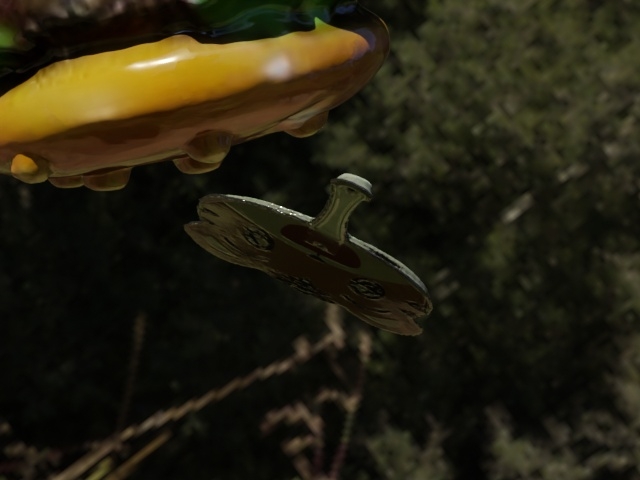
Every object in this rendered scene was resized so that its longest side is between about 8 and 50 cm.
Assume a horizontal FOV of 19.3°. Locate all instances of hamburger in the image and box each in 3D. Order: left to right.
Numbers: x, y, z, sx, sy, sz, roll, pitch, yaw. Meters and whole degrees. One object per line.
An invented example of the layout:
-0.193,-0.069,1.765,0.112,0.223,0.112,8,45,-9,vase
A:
-0.126,-0.193,1.555,0.396,0.395,0.278,-28,105,-68,hamburger

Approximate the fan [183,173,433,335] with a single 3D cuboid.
0.000,0.000,1.012,0.152,0.008,0.227,25,-18,0,fan
